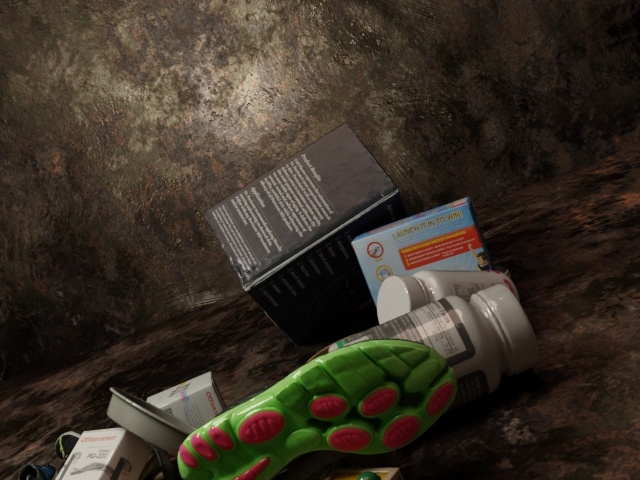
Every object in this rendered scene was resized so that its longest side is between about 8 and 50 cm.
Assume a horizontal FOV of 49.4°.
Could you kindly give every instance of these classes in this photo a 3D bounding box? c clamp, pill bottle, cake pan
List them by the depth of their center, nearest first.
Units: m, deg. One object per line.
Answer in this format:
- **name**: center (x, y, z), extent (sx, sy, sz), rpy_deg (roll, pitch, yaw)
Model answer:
- **pill bottle**: center (0.214, 0.228, 1.330), extent (0.360, 0.204, 0.204), rpy_deg (-22, 8, -2)
- **cake pan**: center (-0.328, 0.402, 1.480), extent (0.054, 0.293, 0.293), rpy_deg (-62, 22, -14)
- **c clamp**: center (-0.384, 0.502, 1.495), extent (0.137, 0.022, 0.161), rpy_deg (-12, 38, -16)
- **pill bottle**: center (0.277, 0.144, 1.523), extent (0.282, 0.161, 0.160), rpy_deg (2, -2, -25)

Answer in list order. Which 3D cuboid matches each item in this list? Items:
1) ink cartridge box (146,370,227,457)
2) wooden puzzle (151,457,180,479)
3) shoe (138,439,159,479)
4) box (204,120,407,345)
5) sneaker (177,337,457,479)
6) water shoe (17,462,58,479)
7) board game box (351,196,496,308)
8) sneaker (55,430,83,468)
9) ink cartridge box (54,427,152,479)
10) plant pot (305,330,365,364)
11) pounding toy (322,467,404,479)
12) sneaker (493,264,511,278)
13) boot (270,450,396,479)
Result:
- **ink cartridge box**: center (-0.321, 0.422, 1.699), extent (0.176, 0.128, 0.127), rpy_deg (-22, 8, -7)
- **wooden puzzle**: center (-0.338, 0.516, 1.554), extent (0.078, 0.014, 0.116), rpy_deg (-29, 10, -20)
- **shoe**: center (-0.421, 0.528, 1.538), extent (0.076, 0.058, 0.219), rpy_deg (14, 40, 31)
- **box**: center (0.000, 0.000, 2.010), extent (0.471, 0.297, 0.480), rpy_deg (-31, -30, -1)
- **sneaker**: center (-0.012, 0.275, 1.156), extent (0.482, 0.185, 0.202), rpy_deg (-22, 5, 14)
- **water shoe**: center (-0.719, 0.595, 1.769), extent (0.072, 0.080, 0.203), rpy_deg (-23, 9, -13)
- **board game box**: center (0.275, 0.086, 1.736), extent (0.308, 0.302, 0.086), rpy_deg (-18, 9, 18)
- **sneaker**: center (-0.647, 0.557, 1.819), extent (0.234, 0.084, 0.097), rpy_deg (-14, 12, 40)
- **ink cartridge box**: center (-0.464, 0.500, 1.424), extent (0.158, 0.092, 0.218), rpy_deg (-15, 34, 35)
- **plant pot**: center (0.089, 0.293, 1.551), extent (0.237, 0.110, 0.237), rpy_deg (-21, 9, 4)
- **pounding toy**: center (0.006, 0.420, 1.014), extent (0.181, 0.094, 0.206), rpy_deg (-15, 10, 38)
- **sneaker**: center (0.375, 0.102, 1.999), extent (0.321, 0.128, 0.126), rpy_deg (-16, 9, 25)
- **boot**: center (0.015, 0.397, 1.203), extent (0.213, 0.077, 0.165), rpy_deg (-21, 6, 43)
